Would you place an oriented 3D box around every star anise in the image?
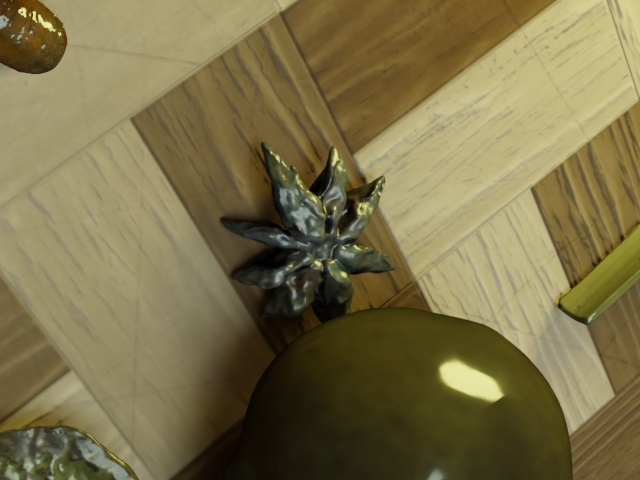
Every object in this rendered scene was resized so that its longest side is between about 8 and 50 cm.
[{"bbox_3d":[0.000,0.000,1.153,0.180,0.061,0.205,-12,114,-28],"label":"star anise"}]

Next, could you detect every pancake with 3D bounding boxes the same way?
[{"bbox_3d":[-0.258,0.271,1.078,0.212,0.029,0.235,23,98,-11],"label":"pancake"}]

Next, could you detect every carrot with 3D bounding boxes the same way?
[{"bbox_3d":[-0.272,-0.185,0.916,0.186,0.060,0.060,30,91,-36],"label":"carrot"}]

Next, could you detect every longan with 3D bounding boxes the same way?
[{"bbox_3d":[0.066,0.242,1.125,0.361,0.361,0.361,-12,114,-28],"label":"longan"}]

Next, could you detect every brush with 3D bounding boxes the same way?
[{"bbox_3d":[0.389,0.001,1.400,0.282,0.054,0.048,-40,133,-13],"label":"brush"}]
